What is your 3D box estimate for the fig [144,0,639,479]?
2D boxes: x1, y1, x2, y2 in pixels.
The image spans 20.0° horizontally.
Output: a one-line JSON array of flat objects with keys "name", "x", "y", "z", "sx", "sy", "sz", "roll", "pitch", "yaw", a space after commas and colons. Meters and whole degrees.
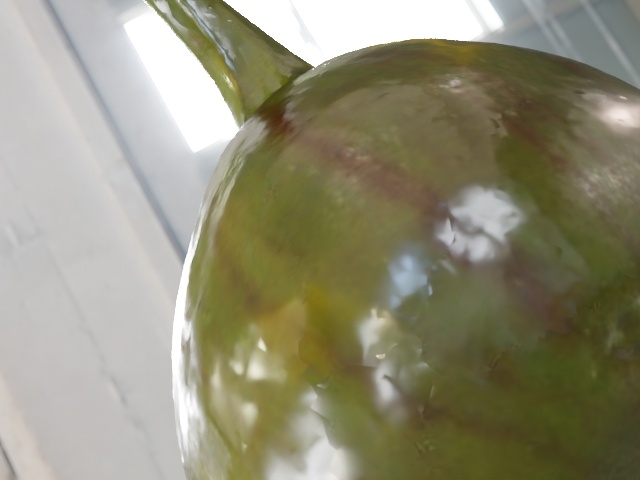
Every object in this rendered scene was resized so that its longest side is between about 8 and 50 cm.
[{"name": "fig", "x": 0.000, "y": 0.000, "z": 0.455, "sx": 0.151, "sy": 0.259, "sz": 0.151, "roll": -23, "pitch": -47, "yaw": -27}]
